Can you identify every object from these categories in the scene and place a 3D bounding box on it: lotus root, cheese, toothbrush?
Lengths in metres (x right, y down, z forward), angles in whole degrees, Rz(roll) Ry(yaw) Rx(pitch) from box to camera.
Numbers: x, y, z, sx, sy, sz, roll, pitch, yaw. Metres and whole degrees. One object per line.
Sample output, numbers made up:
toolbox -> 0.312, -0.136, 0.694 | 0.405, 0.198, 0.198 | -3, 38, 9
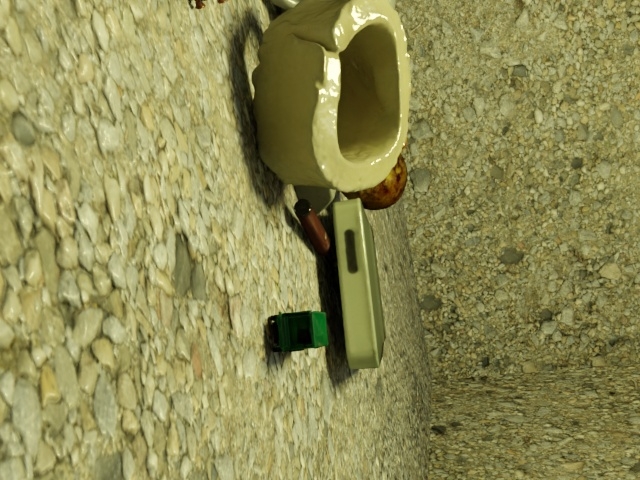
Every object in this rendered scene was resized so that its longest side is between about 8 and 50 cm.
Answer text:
lotus root -> 0.118, -0.159, 1.631 | 0.314, 0.141, 0.169 | 13, 83, -61
cheese -> 0.027, -0.255, 1.193 | 0.292, 0.153, 0.332 | -21, 114, -50
toothbrush -> -0.001, 0.000, 1.433 | 0.364, 0.041, 0.040 | 62, 23, -67

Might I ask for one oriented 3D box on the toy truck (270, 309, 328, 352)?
toy truck -> -0.032, 0.147, 1.128 | 0.147, 0.079, 0.065 | 33, 50, -76

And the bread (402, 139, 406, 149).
bread -> 0.067, -0.245, 1.479 | 0.094, 0.246, 0.102 | -89, -159, -54

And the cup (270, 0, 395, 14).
cup -> 0.011, -0.587, 1.369 | 0.323, 0.237, 0.326 | -6, 103, -41

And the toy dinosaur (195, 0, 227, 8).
toy dinosaur -> -0.154, -0.349, 0.943 | 0.154, 0.049, 0.055 | -85, 166, -61

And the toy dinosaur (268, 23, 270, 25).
toy dinosaur -> -0.078, -0.364, 1.354 | 0.060, 0.029, 0.119 | -61, 142, -42

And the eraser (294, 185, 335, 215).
eraser -> -0.028, -0.208, 1.355 | 0.111, 0.077, 0.352 | -79, 158, -56

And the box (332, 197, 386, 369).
box -> 0.095, 0.106, 1.610 | 0.373, 0.091, 0.367 | 41, 44, -81
